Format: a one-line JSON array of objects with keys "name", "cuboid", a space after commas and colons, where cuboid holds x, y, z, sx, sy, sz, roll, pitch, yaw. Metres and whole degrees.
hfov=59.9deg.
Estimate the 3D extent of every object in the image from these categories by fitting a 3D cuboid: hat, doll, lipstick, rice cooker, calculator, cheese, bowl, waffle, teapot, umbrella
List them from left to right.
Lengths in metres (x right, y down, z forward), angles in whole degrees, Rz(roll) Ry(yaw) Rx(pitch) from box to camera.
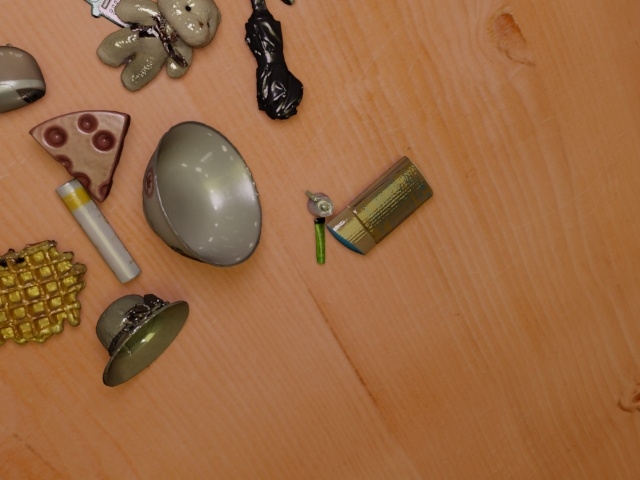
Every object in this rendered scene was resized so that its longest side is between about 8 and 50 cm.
[{"name": "rice cooker", "cuboid": [-0.675, -0.326, 1.134, 0.207, 0.145, 0.127, -8, 92, -12]}, {"name": "waffle", "cuboid": [-0.688, 0.109, 1.265, 0.310, 0.065, 0.283, 30, 94, -23]}, {"name": "cheese", "cuboid": [-0.531, -0.209, 1.216, 0.177, 0.128, 0.202, 18, 100, -17]}, {"name": "lipstick", "cuboid": [-0.513, -0.020, 1.291, 0.059, 0.059, 0.263, -31, 108, -8]}, {"name": "calculator", "cuboid": [-0.460, -0.523, 1.220, 0.141, 0.019, 0.094, 28, 95, -20]}, {"name": "hat", "cuboid": [-0.447, 0.205, 1.307, 0.130, 0.257, 0.257, 38, 89, 11]}, {"name": "doll", "cuboid": [-0.347, -0.444, 1.216, 0.278, 0.149, 0.175, -38, 149, 7]}, {"name": "bowl", "cuboid": [-0.295, -0.087, 1.263, 0.158, 0.337, 0.337, -17, 111, 29]}, {"name": "umbrella", "cuboid": [-0.122, -0.452, 1.297, 0.118, 0.118, 0.340, -14, 102, -14]}, {"name": "teapot", "cuboid": [-0.004, -0.095, 1.424, 0.083, 0.064, 0.064, 44, 86, -20]}]

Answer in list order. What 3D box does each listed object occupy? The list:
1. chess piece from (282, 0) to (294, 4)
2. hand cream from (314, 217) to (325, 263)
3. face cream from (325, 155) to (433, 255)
[{"name": "chess piece", "cuboid": [-0.060, -0.606, 1.313, 0.042, 0.042, 0.093, 33, 86, -20]}, {"name": "hand cream", "cuboid": [0.000, 0.000, 1.467, 0.036, 0.023, 0.121, -9, 104, -36]}, {"name": "face cream", "cuboid": [0.159, -0.083, 1.474, 0.285, 0.067, 0.139, -41, 109, -6]}]
